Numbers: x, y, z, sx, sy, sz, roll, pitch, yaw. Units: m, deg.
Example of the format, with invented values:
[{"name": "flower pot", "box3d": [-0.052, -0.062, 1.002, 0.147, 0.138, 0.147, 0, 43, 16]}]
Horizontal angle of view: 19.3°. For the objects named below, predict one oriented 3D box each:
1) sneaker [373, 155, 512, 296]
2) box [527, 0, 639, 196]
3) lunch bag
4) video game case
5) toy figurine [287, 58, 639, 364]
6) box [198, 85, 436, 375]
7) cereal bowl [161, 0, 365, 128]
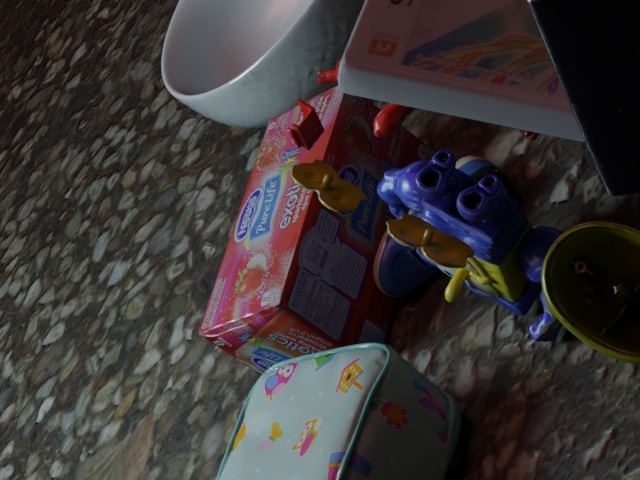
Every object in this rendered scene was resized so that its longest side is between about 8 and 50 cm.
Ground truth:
[{"name": "sneaker", "box3d": [0.110, -0.007, 1.669, 0.152, 0.058, 0.084, -47, 20, -1]}, {"name": "box", "box3d": [0.351, -0.213, 1.256, 0.343, 0.179, 0.312, -7, 40, 28]}, {"name": "lunch bag", "box3d": [-0.008, 0.222, 1.545, 0.224, 0.108, 0.279, -21, 41, 53]}, {"name": "video game case", "box3d": [0.208, -0.186, 1.460, 0.036, 0.329, 0.300, 94, -168, -45]}, {"name": "toy figurine", "box3d": [0.166, -0.018, 1.513, 0.362, 0.217, 0.191, 28, 77, 21]}, {"name": "box", "box3d": [0.000, 0.000, 1.756, 0.122, 0.128, 0.257, -21, 43, 45]}, {"name": "cereal bowl", "box3d": [-0.015, -0.258, 2.050, 0.339, 0.141, 0.339, -37, 32, 28]}]
